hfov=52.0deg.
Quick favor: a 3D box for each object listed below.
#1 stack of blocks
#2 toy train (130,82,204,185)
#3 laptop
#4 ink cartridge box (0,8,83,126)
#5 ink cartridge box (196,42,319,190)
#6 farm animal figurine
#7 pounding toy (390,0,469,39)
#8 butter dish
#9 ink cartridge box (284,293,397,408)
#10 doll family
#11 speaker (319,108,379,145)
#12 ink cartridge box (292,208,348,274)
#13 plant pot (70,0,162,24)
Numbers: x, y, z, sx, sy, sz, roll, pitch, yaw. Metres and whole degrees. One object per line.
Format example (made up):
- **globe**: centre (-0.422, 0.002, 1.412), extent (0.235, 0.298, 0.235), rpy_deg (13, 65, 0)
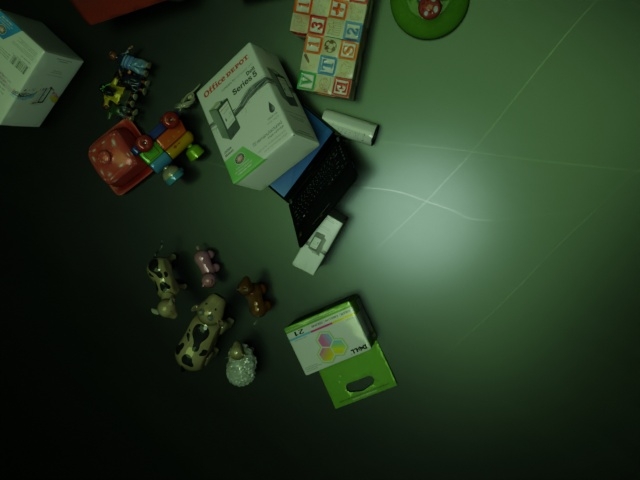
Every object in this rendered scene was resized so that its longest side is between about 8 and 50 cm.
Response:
- **stack of blocks**: centre (0.022, -0.494, 1.544), extent (0.171, 0.087, 0.298), rpy_deg (13, 100, 12)
- **toy train**: centre (-0.347, -0.265, 1.668), extent (0.248, 0.105, 0.143), rpy_deg (-45, 106, -11)
- **laptop**: centre (-0.055, -0.165, 1.554), extent (0.136, 0.264, 0.234), rpy_deg (21, 123, -29)
- **ink cartridge box**: centre (-0.779, -0.437, 1.702), extent (0.171, 0.168, 0.233), rpy_deg (42, 105, 6)
- **ink cartridge box**: centre (-0.152, -0.288, 1.541), extent (0.198, 0.114, 0.273), rpy_deg (-35, 67, 26)
- **farm animal figurine**: centre (-0.305, 0.191, 1.669), extent (0.330, 0.172, 0.327), rpy_deg (13, 100, 12)
- **pounding toy**: centre (0.260, -0.571, 1.465), extent (0.237, 0.110, 0.183), rpy_deg (-44, 86, 15)
- **butter dish**: centre (-0.533, -0.215, 1.699), extent (0.159, 0.118, 0.160), rpy_deg (-34, 89, 16)
- **ink cartridge box**: centre (0.054, 0.289, 1.635), extent (0.188, 0.097, 0.255), rpy_deg (-25, 90, 15)
- **doll family**: centre (-0.512, -0.405, 1.689), extent (0.111, 0.076, 0.193), rpy_deg (23, 84, 8)
- **speaker**: centre (0.068, -0.273, 1.579), extent (0.136, 0.055, 0.055), rpy_deg (19, 101, 11)
- **ink cartridge box**: centre (0.000, 0.000, 1.603), extent (0.063, 0.109, 0.151), rpy_deg (30, 103, 3)
- **plant pot**: centre (-0.508, -0.710, 1.527), extent (0.267, 0.235, 0.268), rpy_deg (-12, 74, 15)
